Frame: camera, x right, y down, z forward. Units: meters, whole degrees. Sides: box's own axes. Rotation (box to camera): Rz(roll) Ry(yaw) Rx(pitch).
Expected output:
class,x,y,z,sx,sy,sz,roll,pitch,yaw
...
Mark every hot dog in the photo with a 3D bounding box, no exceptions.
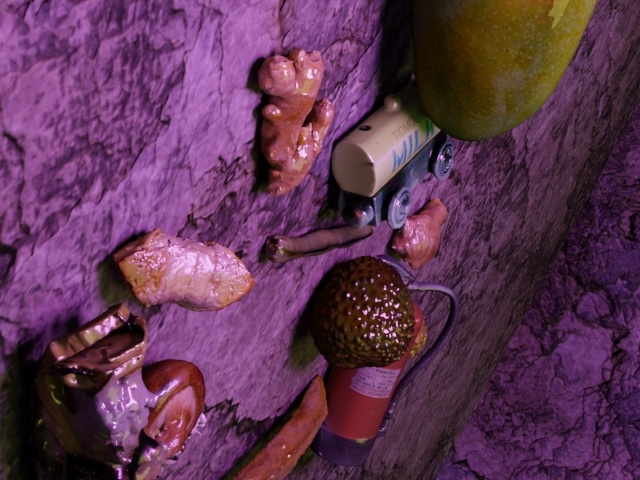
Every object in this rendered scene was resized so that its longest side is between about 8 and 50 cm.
class,x,y,z,sx,sy,sz,roll,pitch,yaw
hot dog,-0.146,0.030,1.045,0.169,0.061,0.078,17,93,-43

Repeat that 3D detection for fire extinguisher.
class,x,y,z,sx,sy,sz,roll,pitch,yaw
fire extinguisher,0.106,0.188,1.747,0.200,0.113,0.376,-9,125,-48

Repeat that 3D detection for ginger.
class,x,y,z,sx,sy,sz,roll,pitch,yaw
ginger,0.174,-0.008,1.754,0.165,0.067,0.096,-32,122,-54
ginger,-0.027,-0.126,1.150,0.193,0.052,0.176,-17,126,-64

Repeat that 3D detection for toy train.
class,x,y,z,sx,sy,sz,roll,pitch,yaw
toy train,0.103,-0.125,1.416,0.253,0.105,0.157,-43,138,-41

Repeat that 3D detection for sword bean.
class,x,y,z,sx,sy,sz,roll,pitch,yaw
sword bean,0.000,0.000,1.392,0.269,0.038,0.043,-13,133,-63

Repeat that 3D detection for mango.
class,x,y,z,sx,sy,sz,roll,pitch,yaw
mango,0.212,-0.288,1.275,0.201,0.225,0.382,-64,172,-53

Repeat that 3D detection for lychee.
class,x,y,z,sx,sy,sz,roll,pitch,yaw
lychee,0.062,0.104,1.522,0.171,0.171,0.171,-49,156,-31

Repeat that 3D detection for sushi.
class,x,y,z,sx,sy,sz,roll,pitch,yaw
sushi,-0.201,0.181,1.014,0.139,0.131,0.291,-39,141,-45

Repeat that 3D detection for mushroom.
class,x,y,z,sx,sy,sz,roll,pitch,yaw
mushroom,-0.170,0.186,1.146,0.127,0.087,0.127,-47,156,-27

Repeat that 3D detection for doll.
class,x,y,z,sx,sy,sz,roll,pitch,yaw
doll,-0.171,0.240,1.281,0.085,0.040,0.058,-46,167,-27

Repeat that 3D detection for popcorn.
class,x,y,z,sx,sy,sz,roll,pitch,yaw
popcorn,0.139,0.158,1.842,0.089,0.097,0.109,52,53,-71

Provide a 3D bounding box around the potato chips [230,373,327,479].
class,x,y,z,sx,sy,sz,roll,pitch,yaw
potato chips,-0.078,0.325,1.562,0.407,0.080,0.057,-41,140,-46
